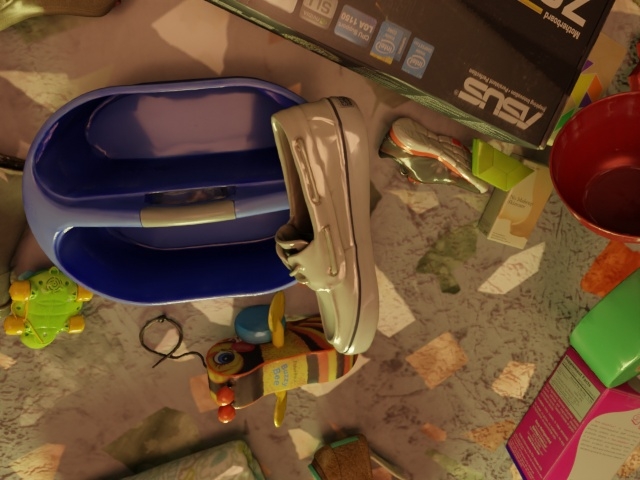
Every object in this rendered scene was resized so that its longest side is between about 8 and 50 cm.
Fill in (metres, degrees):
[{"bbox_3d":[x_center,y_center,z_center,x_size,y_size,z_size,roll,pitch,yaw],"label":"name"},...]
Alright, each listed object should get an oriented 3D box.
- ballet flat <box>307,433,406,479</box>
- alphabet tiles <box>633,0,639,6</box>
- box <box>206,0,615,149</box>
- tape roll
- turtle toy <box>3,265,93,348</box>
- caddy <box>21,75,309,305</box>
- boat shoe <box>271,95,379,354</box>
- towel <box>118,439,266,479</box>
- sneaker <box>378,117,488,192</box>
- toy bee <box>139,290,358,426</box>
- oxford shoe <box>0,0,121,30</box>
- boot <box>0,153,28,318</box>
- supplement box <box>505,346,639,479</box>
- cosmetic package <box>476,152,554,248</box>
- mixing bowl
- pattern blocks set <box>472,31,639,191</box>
[{"bbox_3d":[0.101,0.451,0.897,0.124,0.116,0.343,-33,110,-13],"label":"ballet flat"},{"bbox_3d":[0.304,-0.420,0.587,0.342,0.011,0.285,27,107,-17],"label":"alphabet tiles"},{"bbox_3d":[0.109,-0.305,0.504,0.394,0.097,0.319,19,102,-21],"label":"box"},{"bbox_3d":[0.479,0.068,0.688,0.321,0.077,0.321,-21,147,-15],"label":"tape roll"},{"bbox_3d":[-0.355,0.088,0.693,0.095,0.066,0.130,7,114,-38],"label":"turtle toy"},{"bbox_3d":[-0.138,-0.057,0.598,0.340,0.179,0.242,-6,115,-5],"label":"caddy"},{"bbox_3d":[0.000,0.000,0.527,0.088,0.096,0.268,-13,119,-19],"label":"boat shoe"},{"bbox_3d":[-0.207,0.514,0.888,0.320,0.090,0.375,-21,114,-1],"label":"towel"},{"bbox_3d":[0.143,-0.098,0.691,0.157,0.061,0.065,27,134,-16],"label":"sneaker"},{"bbox_3d":[-0.085,0.176,0.715,0.298,0.162,0.195,-22,116,3],"label":"toy bee"},{"bbox_3d":[-0.214,-0.306,0.538,0.347,0.123,0.130,-18,146,-4],"label":"oxford shoe"},{"bbox_3d":[-0.443,-0.012,0.637,0.189,0.076,0.209,8,120,-25],"label":"boot"},{"bbox_3d":[0.410,0.297,0.852,0.111,0.114,0.220,19,111,-13],"label":"supplement box"},{"bbox_3d":[0.264,-0.053,0.722,0.060,0.041,0.115,14,110,-12],"label":"cosmetic package"},{"bbox_3d":[0.356,-0.066,0.613,0.181,0.182,0.098,-29,150,6],"label":"mixing bowl"},{"bbox_3d":[0.269,-0.197,0.642,0.324,0.026,0.286,30,97,-19],"label":"pattern blocks set"}]
